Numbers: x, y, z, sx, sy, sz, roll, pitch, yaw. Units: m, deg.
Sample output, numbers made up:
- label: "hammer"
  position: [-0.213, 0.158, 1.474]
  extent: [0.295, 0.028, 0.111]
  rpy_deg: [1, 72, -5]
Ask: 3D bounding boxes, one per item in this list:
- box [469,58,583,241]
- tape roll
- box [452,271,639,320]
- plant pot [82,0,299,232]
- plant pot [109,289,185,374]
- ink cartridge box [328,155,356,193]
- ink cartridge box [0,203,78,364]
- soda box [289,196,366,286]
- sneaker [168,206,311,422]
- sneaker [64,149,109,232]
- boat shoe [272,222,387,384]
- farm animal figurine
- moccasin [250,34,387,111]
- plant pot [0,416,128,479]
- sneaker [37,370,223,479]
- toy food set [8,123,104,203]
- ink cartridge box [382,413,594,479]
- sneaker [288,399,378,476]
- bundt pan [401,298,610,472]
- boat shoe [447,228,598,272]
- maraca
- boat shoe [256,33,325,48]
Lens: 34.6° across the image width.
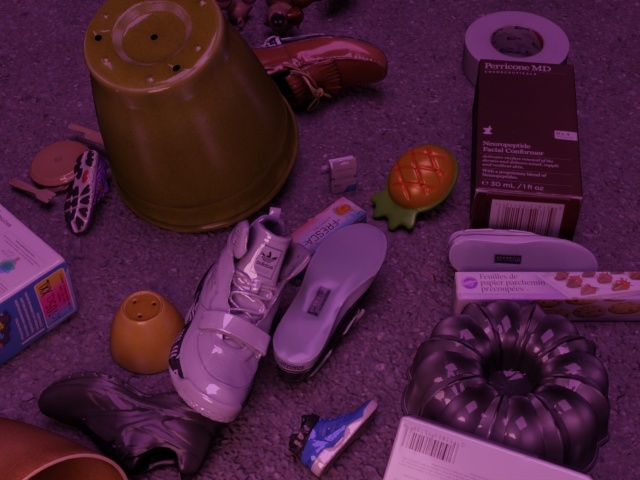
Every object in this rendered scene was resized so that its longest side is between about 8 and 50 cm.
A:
- label: "box"
  position: [0.382, -0.171, 1.928]
  extent: [0.191, 0.143, 0.381]
  rpy_deg: [4, 46, 5]
- label: "tape roll"
  position: [0.412, -0.394, 2.176]
  extent: [0.219, 0.072, 0.219]
  rpy_deg: [0, 48, 1]
- label: "box"
  position: [0.387, 0.095, 1.731]
  extent: [0.324, 0.067, 0.063]
  rpy_deg: [1, 47, 0]
- label: "plant pot"
  position: [-0.248, -0.258, 1.806]
  extent: [0.367, 0.353, 0.366]
  rpy_deg: [-4, 61, 8]
- label: "plant pot"
  position: [-0.285, 0.137, 1.677]
  extent: [0.134, 0.095, 0.134]
  rpy_deg: [-1, 47, 1]
- label: "ink cartridge box"
  position: [0.041, -0.130, 1.927]
  extent: [0.048, 0.083, 0.028]
  rpy_deg: [-11, 49, -10]
- label: "ink cartridge box"
  position: [-0.638, 0.113, 1.665]
  extent: [0.270, 0.151, 0.395]
  rpy_deg: [35, 55, 29]
- label: "soda box"
  position: [0.000, 0.000, 1.826]
  extent: [0.063, 0.058, 0.183]
  rpy_deg: [36, 58, 29]
- label: "sneaker"
  position: [-0.122, 0.098, 1.583]
  extent: [0.137, 0.210, 0.365]
  rpy_deg: [26, 30, -13]
- label: "sneaker"
  position: [-0.423, -0.087, 1.908]
  extent: [0.068, 0.071, 0.169]
  rpy_deg: [-12, 56, 33]
- label: "boat shoe"
  position: [0.019, 0.106, 1.698]
  extent: [0.113, 0.105, 0.306]
  rpy_deg: [19, 57, 12]
- label: "farm animal figurine"
  position: [-0.113, -0.542, 2.267]
  extent: [0.331, 0.172, 0.326]
  rpy_deg: [10, 36, 20]
- label: "moccasin"
  position: [-0.052, -0.328, 2.079]
  extent: [0.380, 0.139, 0.146]
  rpy_deg: [-3, 63, -6]
- label: "plant pot"
  position: [-0.431, 0.345, 1.422]
  extent: [0.237, 0.237, 0.254]
  rpy_deg: [-37, 43, -29]
- label: "sneaker"
  position: [-0.297, 0.282, 1.543]
  extent: [0.287, 0.109, 0.130]
  rpy_deg: [9, 54, 11]
- label: "toy food set"
  position: [-0.497, -0.142, 1.982]
  extent: [0.132, 0.038, 0.192]
  rpy_deg: [22, 56, 28]
- label: "ink cartridge box"
  position: [0.213, 0.397, 1.425]
  extent: [0.275, 0.060, 0.238]
  rpy_deg: [17, 88, 15]
- label: "sneaker"
  position: [0.016, 0.280, 1.567]
  extent: [0.085, 0.058, 0.152]
  rpy_deg: [37, 64, 19]
- label: "bundt pan"
  position: [0.290, 0.219, 1.579]
  extent: [0.331, 0.124, 0.330]
  rpy_deg: [-1, 47, 1]
- label: "boat shoe"
  position: [0.350, 0.018, 1.784]
  extent: [0.258, 0.095, 0.084]
  rpy_deg: [11, 25, -2]
- label: "maraca"
  position: [0.174, -0.100, 1.895]
  extent: [0.185, 0.099, 0.127]
  rpy_deg: [-48, 57, -5]
- label: "boat shoe"
  position: [-0.094, -0.402, 2.184]
  extent: [0.226, 0.075, 0.083]
  rpy_deg: [-13, 48, -11]
